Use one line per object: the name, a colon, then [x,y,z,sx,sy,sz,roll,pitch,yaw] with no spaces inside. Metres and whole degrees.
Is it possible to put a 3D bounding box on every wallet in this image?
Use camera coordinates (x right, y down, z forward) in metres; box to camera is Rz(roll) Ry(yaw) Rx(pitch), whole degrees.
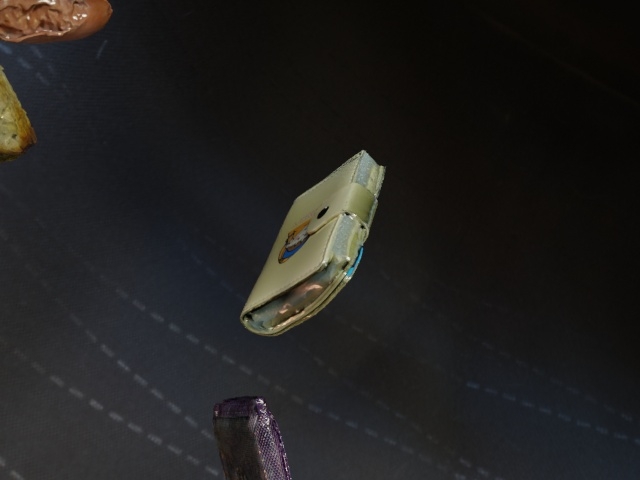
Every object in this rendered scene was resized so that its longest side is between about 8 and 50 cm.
wallet: [-0.045,0.211,0.632,0.111,0.030,0.166,-24,80,61]
wallet: [0.000,0.000,0.619,0.039,0.155,0.110,42,129,-18]

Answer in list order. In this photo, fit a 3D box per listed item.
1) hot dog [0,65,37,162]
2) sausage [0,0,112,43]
hot dog: [-0.269,-0.133,0.492,0.093,0.123,0.262,-13,139,-4]
sausage: [-0.346,-0.234,0.707,0.304,0.078,0.078,9,135,-33]
